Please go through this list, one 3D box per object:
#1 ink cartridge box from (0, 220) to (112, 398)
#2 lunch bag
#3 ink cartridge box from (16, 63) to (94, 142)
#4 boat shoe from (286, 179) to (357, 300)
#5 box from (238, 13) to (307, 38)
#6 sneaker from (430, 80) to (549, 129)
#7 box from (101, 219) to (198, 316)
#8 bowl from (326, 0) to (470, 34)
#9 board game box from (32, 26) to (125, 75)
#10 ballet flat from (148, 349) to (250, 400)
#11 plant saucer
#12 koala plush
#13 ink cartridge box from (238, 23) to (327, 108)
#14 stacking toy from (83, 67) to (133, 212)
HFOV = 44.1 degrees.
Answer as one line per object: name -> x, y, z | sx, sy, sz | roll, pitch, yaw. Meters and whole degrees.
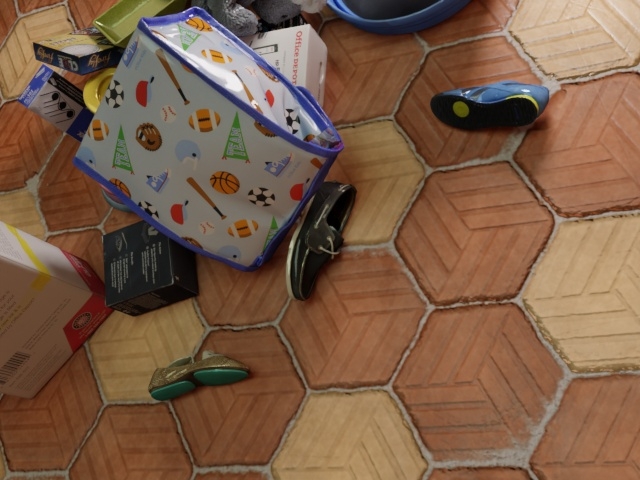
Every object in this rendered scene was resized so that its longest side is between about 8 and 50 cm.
ink cartridge box -> -0.623, 0.120, 1.484 | 0.279, 0.385, 0.160 | -46, 59, 3
lunch bag -> -0.184, -0.166, 1.406 | 0.385, 0.239, 0.327 | 39, 124, 5
ink cartridge box -> -0.542, -0.285, 1.704 | 0.046, 0.207, 0.097 | 33, 87, 31
boat shoe -> 0.000, 0.000, 1.413 | 0.079, 0.084, 0.233 | 11, 73, 29
box -> -0.116, -0.353, 1.621 | 0.175, 0.051, 0.220 | -9, 68, 22
sneaker -> 0.298, -0.243, 1.386 | 0.209, 0.069, 0.082 | 6, 40, 36
box -> -0.334, 0.048, 1.546 | 0.158, 0.093, 0.155 | -19, 64, 19
bowl -> 0.172, -0.581, 1.558 | 0.391, 0.077, 0.390 | -9, 68, 23
board game box -> -0.475, -0.427, 1.729 | 0.165, 0.042, 0.243 | 23, 37, 33
ballet flat -> -0.223, 0.235, 1.440 | 0.206, 0.073, 0.067 | -15, 51, 16
plant saucer -> -0.374, -0.477, 1.670 | 0.188, 0.045, 0.188 | -39, 40, -6
koala plush -> -0.108, -0.493, 1.530 | 0.196, 0.221, 0.203 | 42, 123, 52
ink cartridge box -> -0.099, -0.319, 1.519 | 0.203, 0.086, 0.148 | -5, 70, 23
stacking toy -> -0.342, -0.209, 1.671 | 0.280, 0.130, 0.308 | -7, 68, -6
